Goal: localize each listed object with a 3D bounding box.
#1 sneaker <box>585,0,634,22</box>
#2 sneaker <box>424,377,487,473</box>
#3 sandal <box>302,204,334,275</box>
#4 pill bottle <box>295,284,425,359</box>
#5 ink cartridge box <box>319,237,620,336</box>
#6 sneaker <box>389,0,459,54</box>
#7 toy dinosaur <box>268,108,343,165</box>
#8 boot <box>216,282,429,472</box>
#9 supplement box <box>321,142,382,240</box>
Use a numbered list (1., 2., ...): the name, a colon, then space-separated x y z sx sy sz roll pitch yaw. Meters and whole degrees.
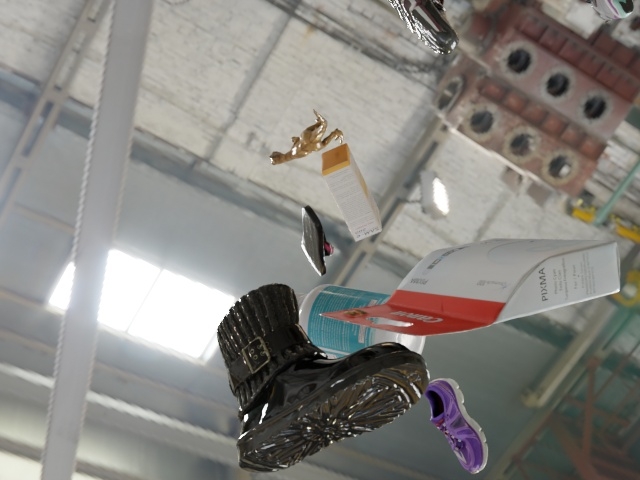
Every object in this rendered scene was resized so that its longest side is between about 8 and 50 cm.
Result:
1. sneaker: 0.410 -0.365 1.304 0.038 0.098 0.069 -20 -175 -26
2. sneaker: 0.221 0.319 1.527 0.071 0.068 0.170 -6 -120 -43
3. sandal: 0.000 0.000 1.493 0.067 0.040 0.179 53 161 27
4. pill bottle: 0.058 0.164 1.718 0.264 0.146 0.146 8 -178 34
5. ink cartridge box: 0.229 0.065 1.439 0.385 0.091 0.308 -9 -175 -27
6. sneaker: 0.181 -0.449 1.488 0.281 0.162 0.106 55 -175 23
7. toy dinosaur: -0.011 -0.174 1.539 0.112 0.211 0.064 -35 -90 -37
8. boot: -0.015 0.168 1.349 0.131 0.348 0.260 35 -146 -44
9. supplement box: 0.036 -0.057 1.057 0.062 0.036 0.098 -90 -25 -65
